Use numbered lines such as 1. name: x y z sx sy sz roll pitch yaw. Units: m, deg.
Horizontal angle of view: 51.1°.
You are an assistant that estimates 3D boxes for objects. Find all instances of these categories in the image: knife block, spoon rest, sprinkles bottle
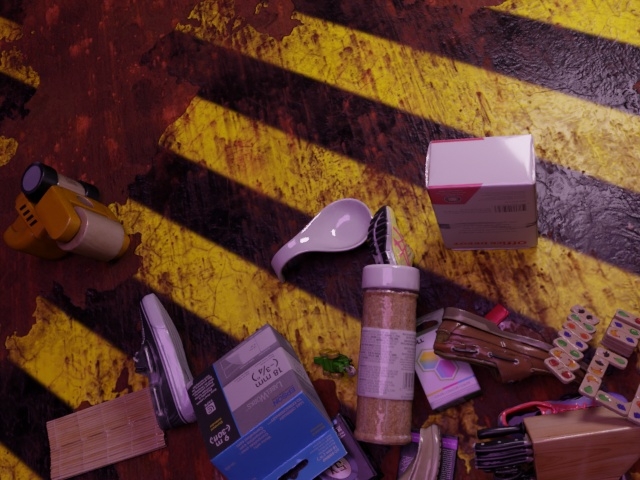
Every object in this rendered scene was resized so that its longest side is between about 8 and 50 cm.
1. knife block: 0.422 0.363 1.214 0.242 0.088 0.276 33 106 -5
2. spoon rest: 0.000 0.000 1.594 0.276 0.084 0.137 -34 62 4
3. sprinkles bottle: 0.136 0.230 1.371 0.121 0.121 0.356 1 80 19

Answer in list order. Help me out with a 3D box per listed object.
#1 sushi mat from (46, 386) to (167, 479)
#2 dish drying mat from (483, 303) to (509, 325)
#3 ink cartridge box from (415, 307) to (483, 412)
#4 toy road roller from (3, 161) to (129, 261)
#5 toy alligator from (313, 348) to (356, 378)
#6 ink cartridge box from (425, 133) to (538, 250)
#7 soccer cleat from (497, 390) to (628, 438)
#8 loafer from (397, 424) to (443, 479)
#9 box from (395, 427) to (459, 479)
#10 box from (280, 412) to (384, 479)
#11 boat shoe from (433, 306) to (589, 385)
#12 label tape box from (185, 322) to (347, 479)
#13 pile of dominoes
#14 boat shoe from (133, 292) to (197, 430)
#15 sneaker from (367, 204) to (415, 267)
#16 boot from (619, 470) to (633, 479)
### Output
1. sushi mat: -0.518 0.466 1.613 0.316 0.019 0.152 -20 62 9
2. dish drying mat: 0.366 0.174 1.438 0.083 0.008 0.032 -44 61 -2
3. ink cartridge box: 0.249 0.246 1.418 0.108 0.062 0.209 -25 62 8
4. toy road roller: -0.695 -0.027 1.786 0.241 0.202 0.329 -51 56 7
5. toy alligator: 0.045 0.267 1.451 0.051 0.189 0.056 -12 94 -27
6. ink cartridge box: 0.345 -0.091 1.402 0.207 0.283 0.117 -2 64 18
7. soccer cleat: 0.465 0.338 1.285 0.247 0.095 0.083 -13 61 14
8. loafer: 0.175 0.484 1.289 0.092 0.102 0.269 11 74 17
9. box: 0.214 0.470 1.356 0.116 0.029 0.162 4 69 21
10. box: 0.015 0.475 1.394 0.180 0.077 0.147 -35 62 2
11. boat shoe: 0.375 0.238 1.333 0.307 0.111 0.105 20 75 10
12. label tape box: -0.125 0.370 1.412 0.240 0.106 0.334 -37 41 1
13. pile of dominoes: 0.543 0.211 1.258 0.195 0.040 0.251 27 39 22
14. boat shoe: -0.386 0.285 1.581 0.119 0.121 0.335 -24 64 -2
15. sneaker: 0.170 0.021 1.531 0.094 0.081 0.209 2 73 -29
16. boot: 0.575 0.421 1.247 0.106 0.037 0.114 -21 59 24
